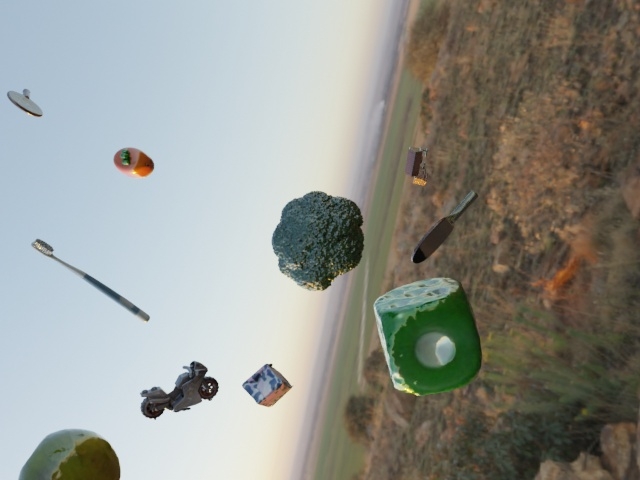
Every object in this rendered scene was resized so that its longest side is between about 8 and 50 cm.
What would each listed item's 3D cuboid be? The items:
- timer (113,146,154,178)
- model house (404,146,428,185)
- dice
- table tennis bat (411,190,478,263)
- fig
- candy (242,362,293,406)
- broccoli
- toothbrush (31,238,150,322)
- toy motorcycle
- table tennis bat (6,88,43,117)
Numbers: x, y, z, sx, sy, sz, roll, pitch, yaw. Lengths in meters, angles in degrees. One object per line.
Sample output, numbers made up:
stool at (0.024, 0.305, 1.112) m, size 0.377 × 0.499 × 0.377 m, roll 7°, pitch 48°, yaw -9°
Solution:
timer at (-0.630, -0.266, 1.973) m, size 0.136 × 0.136 × 0.099 m, roll 99°, pitch 177°, yaw -71°
model house at (0.222, -0.169, 1.359) m, size 0.058 × 0.057 × 0.083 m, roll -74°, pitch -6°, yaw -67°
dice at (0.336, 0.297, 1.867) m, size 0.300 × 0.287 × 0.297 m, roll -94°, pitch -11°, yaw -80°
table tennis bat at (0.366, -0.037, 1.743) m, size 0.274 × 0.021 × 0.154 m, roll -49°, pitch -27°, yaw 7°
fig at (-0.567, 0.522, 1.313) m, size 0.207 × 0.230 × 0.207 m, roll 11°, pitch -103°, yaw -58°
candy at (-0.132, 0.373, 1.507) m, size 0.092 × 0.073 × 0.160 m, roll -43°, pitch -18°, yaw -8°
broccoli at (0.000, 0.000, 1.717) m, size 0.297 × 0.298 × 0.297 m, roll 48°, pitch -127°, yaw -72°
toothbrush at (-0.459, 0.083, 1.195) m, size 0.025 × 0.276 × 0.019 m, roll -38°, pitch 22°, yaw 35°
toy motorcycle at (-0.383, 0.402, 1.597) m, size 0.080 × 0.215 × 0.122 m, roll 13°, pitch 115°, yaw 63°
table tennis bat at (-0.902, -0.375, 1.748) m, size 0.119 × 0.107 × 0.170 m, roll -47°, pitch 37°, yaw 10°
